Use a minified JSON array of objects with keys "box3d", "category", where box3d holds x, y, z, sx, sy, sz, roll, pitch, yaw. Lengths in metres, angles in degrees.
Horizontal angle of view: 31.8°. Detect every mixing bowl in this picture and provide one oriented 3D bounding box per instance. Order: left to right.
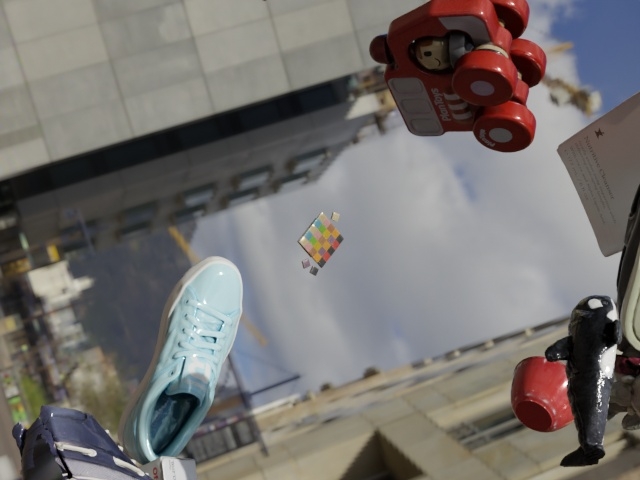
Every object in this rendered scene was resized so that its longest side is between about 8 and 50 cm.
[{"box3d":[0.489,0.355,2.476,0.181,0.098,0.181,21,-47,23],"category":"mixing bowl"}]

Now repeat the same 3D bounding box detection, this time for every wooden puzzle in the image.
[{"box3d":[0.000,0.000,1.388,0.006,0.083,0.049,8,-36,53],"category":"wooden puzzle"}]

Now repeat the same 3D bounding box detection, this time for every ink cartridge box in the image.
[{"box3d":[-0.269,0.427,1.765,0.175,0.072,0.127,-30,-121,35],"category":"ink cartridge box"}]

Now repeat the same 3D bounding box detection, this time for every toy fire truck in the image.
[{"box3d":[0.215,-0.271,1.816,0.302,0.254,0.169,54,43,-50],"category":"toy fire truck"}]

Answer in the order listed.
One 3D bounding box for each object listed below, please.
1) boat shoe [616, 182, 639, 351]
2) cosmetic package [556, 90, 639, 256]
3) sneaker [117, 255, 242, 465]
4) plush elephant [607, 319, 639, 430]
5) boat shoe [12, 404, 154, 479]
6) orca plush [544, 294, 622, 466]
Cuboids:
[{"box3d":[0.405,-0.046,1.232,0.113,0.127,0.340,-88,-174,-70],"category":"boat shoe"},{"box3d":[0.557,-0.135,1.740,0.217,0.156,0.385,68,-22,10],"category":"cosmetic package"},{"box3d":[-0.204,0.205,1.835,0.150,0.135,0.366,12,-100,63],"category":"sneaker"},{"box3d":[0.705,0.320,2.472,0.330,0.255,0.272,1,-77,27],"category":"plush elephant"},{"box3d":[-0.277,0.325,1.536,0.340,0.127,0.158,40,22,-55],"category":"boat shoe"},{"box3d":[0.384,0.201,1.715,0.151,0.102,0.287,100,4,-70],"category":"orca plush"}]
